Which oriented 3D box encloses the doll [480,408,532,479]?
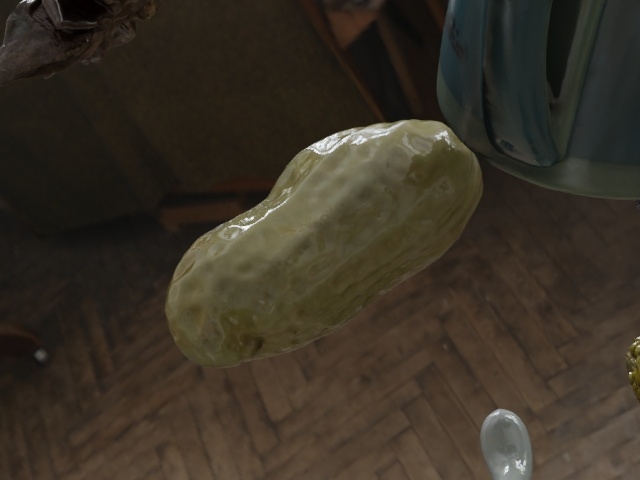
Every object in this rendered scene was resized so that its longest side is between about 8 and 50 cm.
[{"bbox_3d":[0.197,0.324,1.181,0.159,0.242,0.311,-32,41,23],"label":"doll"}]

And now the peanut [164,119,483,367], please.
[{"bbox_3d":[0.000,0.000,1.091,0.313,0.152,0.152,-37,38,-4],"label":"peanut"}]

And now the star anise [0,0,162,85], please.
[{"bbox_3d":[-0.249,-0.283,1.348,0.292,0.109,0.349,-55,-7,26],"label":"star anise"}]

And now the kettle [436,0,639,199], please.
[{"bbox_3d":[0.202,-0.212,0.829,0.247,0.342,0.319,25,46,23],"label":"kettle"}]

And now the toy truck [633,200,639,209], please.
[{"bbox_3d":[0.431,-0.067,1.541,0.083,0.024,0.032,-35,67,40],"label":"toy truck"}]

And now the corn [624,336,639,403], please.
[{"bbox_3d":[0.399,0.189,1.227,0.097,0.097,0.262,-37,44,-3],"label":"corn"}]
